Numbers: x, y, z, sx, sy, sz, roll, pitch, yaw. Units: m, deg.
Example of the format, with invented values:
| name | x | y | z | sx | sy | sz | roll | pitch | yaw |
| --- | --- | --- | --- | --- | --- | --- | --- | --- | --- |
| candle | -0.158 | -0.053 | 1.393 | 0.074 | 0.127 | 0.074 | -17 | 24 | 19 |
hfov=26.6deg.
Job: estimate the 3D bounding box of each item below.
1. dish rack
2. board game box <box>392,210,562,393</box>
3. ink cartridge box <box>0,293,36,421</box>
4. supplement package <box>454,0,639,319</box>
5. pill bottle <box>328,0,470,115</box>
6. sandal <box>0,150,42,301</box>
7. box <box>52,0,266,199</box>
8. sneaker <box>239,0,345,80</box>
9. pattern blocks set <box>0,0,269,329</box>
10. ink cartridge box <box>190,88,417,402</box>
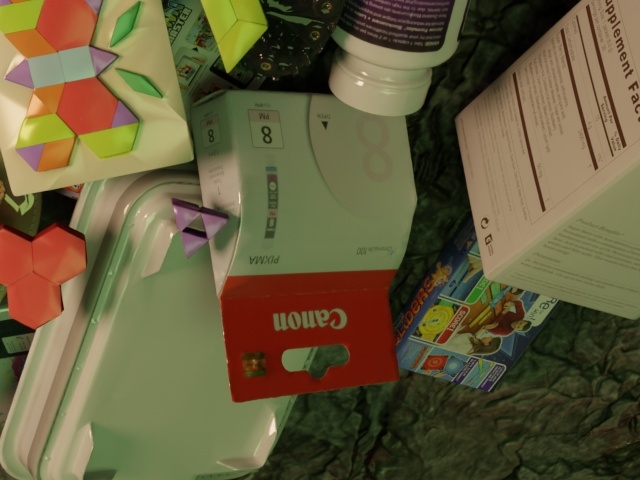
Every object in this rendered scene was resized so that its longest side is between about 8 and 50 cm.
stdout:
| name | x | y | z | sx | sy | sz | roll | pitch | yaw |
| --- | --- | --- | --- | --- | --- | --- | --- | --- | --- |
| dish rack | -0.099 | 0.081 | 1.142 | 0.286 | 0.072 | 0.332 | 3 | 119 | -42 |
| board game box | 0.165 | 0.052 | 1.309 | 0.136 | 0.035 | 0.201 | 18 | 118 | -31 |
| ink cartridge box | -0.259 | 0.082 | 1.146 | 0.175 | 0.072 | 0.127 | -10 | 128 | -13 |
| supplement package | 0.274 | -0.092 | 1.089 | 0.178 | 0.175 | 0.293 | 16 | 141 | -30 |
| pill bottle | 0.063 | -0.197 | 1.031 | 0.108 | 0.108 | 0.193 | -1 | 125 | -20 |
| sandal | -0.272 | 0.026 | 1.031 | 0.088 | 0.079 | 0.240 | 21 | 92 | -17 |
| box | -0.121 | -0.111 | 1.075 | 0.114 | 0.036 | 0.207 | 21 | 116 | -32 |
| sneaker | -0.017 | -0.230 | 0.985 | 0.085 | 0.086 | 0.237 | 8 | 120 | -5 |
| pattern blocks set | -0.177 | -0.124 | 0.955 | 0.285 | 0.026 | 0.324 | -26 | 103 | 3 |
| ink cartridge box | 0.000 | 0.000 | 1.071 | 0.189 | 0.232 | 0.066 | -2 | 167 | -42 |
